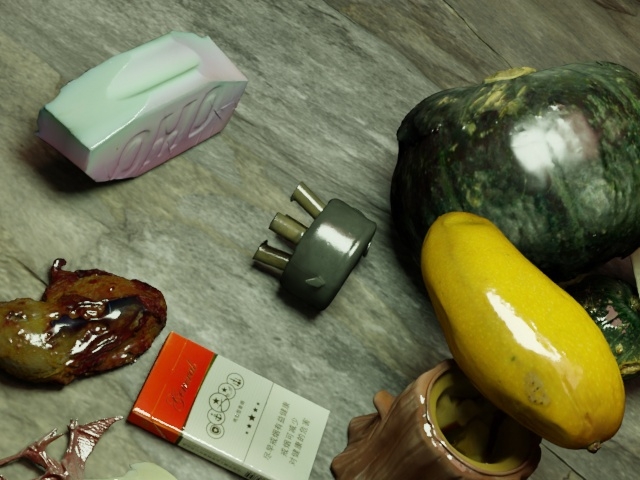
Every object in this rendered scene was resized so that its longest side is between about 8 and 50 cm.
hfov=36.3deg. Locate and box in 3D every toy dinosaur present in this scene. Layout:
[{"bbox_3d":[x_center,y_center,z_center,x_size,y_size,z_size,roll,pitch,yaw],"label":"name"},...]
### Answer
[{"bbox_3d":[-0.312,0.272,1.141,0.108,0.032,0.220,47,50,8],"label":"toy dinosaur"}]

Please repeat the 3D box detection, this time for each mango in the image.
[{"bbox_3d":[0.233,0.105,1.193,0.187,0.144,0.359,-6,49,-45],"label":"mango"}]

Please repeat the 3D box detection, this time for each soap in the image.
[{"bbox_3d":[-0.255,-0.191,1.421,0.109,0.193,0.324,46,48,11],"label":"soap"}]

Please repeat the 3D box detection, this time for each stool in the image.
[{"bbox_3d":[-0.005,0.008,1.450,0.139,0.153,0.228,33,4,3],"label":"stool"}]

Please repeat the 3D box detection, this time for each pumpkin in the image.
[{"bbox_3d":[0.322,-0.092,1.490,0.454,0.454,0.344,-19,96,-37],"label":"pumpkin"},{"bbox_3d":[0.465,0.140,1.578,0.190,0.146,0.190,13,52,-17],"label":"pumpkin"}]

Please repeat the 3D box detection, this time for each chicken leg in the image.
[{"bbox_3d":[-0.344,0.096,1.238,0.322,0.083,0.177,-15,54,-37],"label":"chicken leg"}]

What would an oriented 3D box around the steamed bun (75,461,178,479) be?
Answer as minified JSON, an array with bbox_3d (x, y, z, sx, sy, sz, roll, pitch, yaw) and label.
[{"bbox_3d":[-0.238,0.329,1.033,0.225,0.200,0.170,-19,89,-50],"label":"steamed bun"}]

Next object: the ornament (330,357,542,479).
[{"bbox_3d":[0.163,0.278,1.260,0.221,0.217,0.235,-10,59,-34],"label":"ornament"}]

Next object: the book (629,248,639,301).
[{"bbox_3d":[0.619,0.105,1.658,0.379,0.031,0.264,36,40,-37],"label":"book"}]

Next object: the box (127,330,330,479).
[{"bbox_3d":[-0.115,0.228,1.276,0.245,0.035,0.139,26,48,-7],"label":"box"}]
